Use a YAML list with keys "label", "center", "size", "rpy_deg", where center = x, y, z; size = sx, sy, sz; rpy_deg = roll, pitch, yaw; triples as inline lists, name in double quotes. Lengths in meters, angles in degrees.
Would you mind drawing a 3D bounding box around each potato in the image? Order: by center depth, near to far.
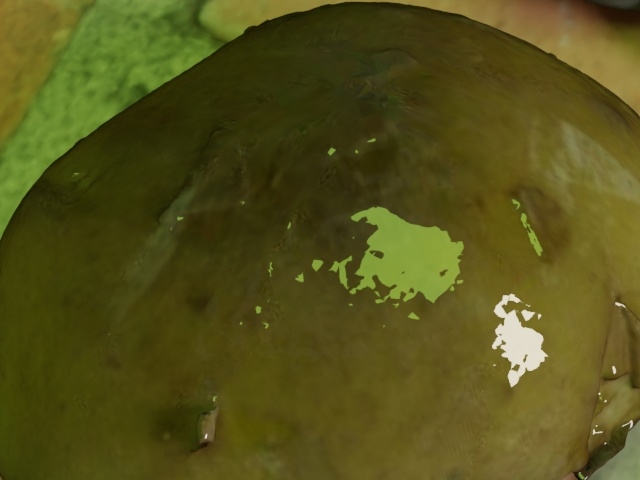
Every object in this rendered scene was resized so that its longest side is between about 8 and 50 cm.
- label: "potato"
  center: [0.000, 0.000, 0.742]
  size: [0.299, 0.116, 0.239]
  rpy_deg: [-13, 51, 3]

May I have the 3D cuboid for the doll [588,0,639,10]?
- label: "doll"
  center: [0.137, -0.131, 0.845]
  size: [0.195, 0.062, 0.104]
  rpy_deg: [35, 91, 15]
